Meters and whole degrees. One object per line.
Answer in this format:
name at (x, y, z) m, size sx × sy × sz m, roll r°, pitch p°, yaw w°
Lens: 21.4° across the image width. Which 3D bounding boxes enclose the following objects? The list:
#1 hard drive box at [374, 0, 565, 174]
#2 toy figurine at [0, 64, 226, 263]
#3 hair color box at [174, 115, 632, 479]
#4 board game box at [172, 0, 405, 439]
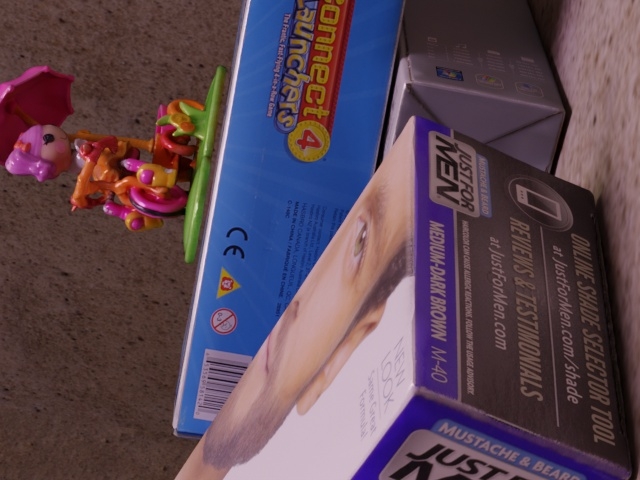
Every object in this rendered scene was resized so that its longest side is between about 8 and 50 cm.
hard drive box at (0.070, -0.047, 1.016) m, size 0.232 × 0.089 × 0.181 m, roll -90°, pitch 11°, yaw -63°
toy figurine at (-0.153, -0.057, 1.148) m, size 0.173 × 0.159 × 0.130 m, roll -88°, pitch 9°, yaw -58°
hair color box at (0.007, 0.130, 0.805) m, size 0.339 × 0.110 × 0.185 m, roll -55°, pitch 19°, yaw 34°
board game box at (-0.022, -0.050, 1.056) m, size 0.302 × 0.086 × 0.308 m, roll -118°, pitch 38°, yaw -83°
